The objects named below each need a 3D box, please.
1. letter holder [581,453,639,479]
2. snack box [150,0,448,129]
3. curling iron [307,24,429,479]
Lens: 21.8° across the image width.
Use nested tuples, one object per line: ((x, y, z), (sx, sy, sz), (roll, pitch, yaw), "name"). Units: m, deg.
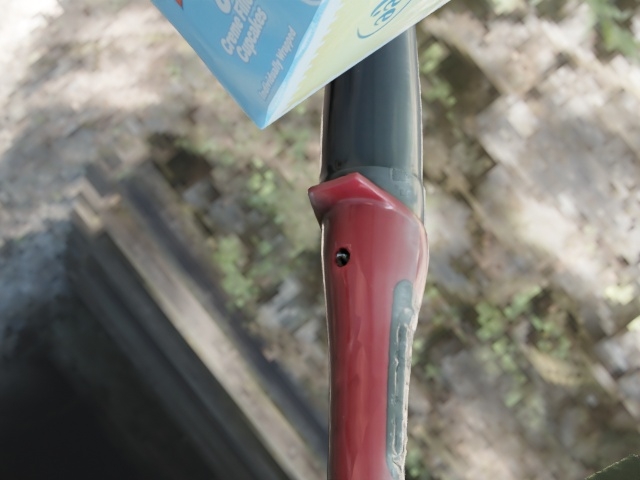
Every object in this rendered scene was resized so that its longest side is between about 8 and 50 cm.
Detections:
((0.111, 0.235, 0.661), (0.302, 0.152, 0.214), (-9, 113, -57), "letter holder")
((0.075, -0.152, 0.298), (0.187, 0.060, 0.322), (-35, 171, -25), "snack box")
((0.000, 0.000, 0.448), (0.035, 0.068, 0.274), (71, 26, -69), "curling iron")
